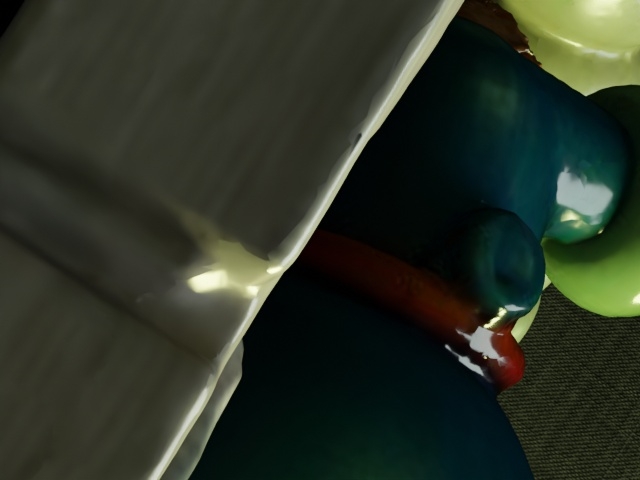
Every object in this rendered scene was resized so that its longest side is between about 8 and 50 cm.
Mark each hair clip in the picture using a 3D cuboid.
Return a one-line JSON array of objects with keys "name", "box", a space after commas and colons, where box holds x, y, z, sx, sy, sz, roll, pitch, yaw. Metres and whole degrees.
[{"name": "hair clip", "box": [-0.074, 0.045, 0.337, 0.331, 0.085, 0.101, -58, 180, -3]}]

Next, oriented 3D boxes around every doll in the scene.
[{"name": "doll", "box": [-0.023, 0.065, 0.511, 0.198, 0.186, 0.322, -9, -128, 46]}]

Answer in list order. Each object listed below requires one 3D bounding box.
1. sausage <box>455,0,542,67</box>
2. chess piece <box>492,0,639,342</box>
[{"name": "sausage", "box": [0.000, 0.000, 1.017, 0.330, 0.102, 0.102, -54, 177, 29]}, {"name": "chess piece", "box": [0.116, -0.094, 1.082, 0.330, 0.182, 0.182, -60, 173, 37]}]
